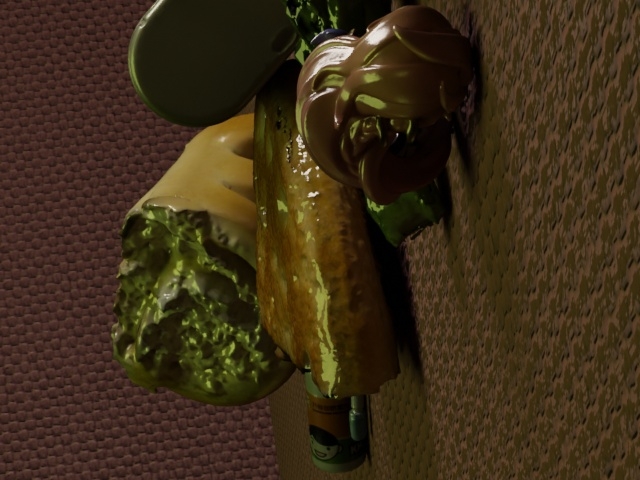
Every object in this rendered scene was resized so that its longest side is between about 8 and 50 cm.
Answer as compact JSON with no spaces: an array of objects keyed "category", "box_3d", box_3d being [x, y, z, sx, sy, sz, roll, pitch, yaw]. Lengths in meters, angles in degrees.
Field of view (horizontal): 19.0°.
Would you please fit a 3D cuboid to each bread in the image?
[{"category":"bread","box_3d":[-0.083,0.027,2.104,0.270,0.211,0.315,-51,-19,-47]}]

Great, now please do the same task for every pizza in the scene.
[{"category":"pizza","box_3d":[0.000,0.000,1.761,0.409,0.114,0.277,-102,9,-47]}]

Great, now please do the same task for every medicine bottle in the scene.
[{"category":"medicine bottle","box_3d":[0.022,0.149,2.045,0.092,0.061,0.220,32,133,51]}]

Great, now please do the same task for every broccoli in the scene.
[{"category":"broccoli","box_3d":[0.018,-0.139,1.423,0.165,0.145,0.304,88,161,-74]}]

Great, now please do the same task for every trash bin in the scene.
[{"category":"trash bin","box_3d":[-0.074,-0.214,1.780,0.121,0.243,0.247,41,-179,-5]}]

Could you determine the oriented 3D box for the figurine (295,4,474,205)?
[{"category":"figurine","box_3d":[0.040,-0.093,1.256,0.157,0.114,0.126,127,121,-79]}]
